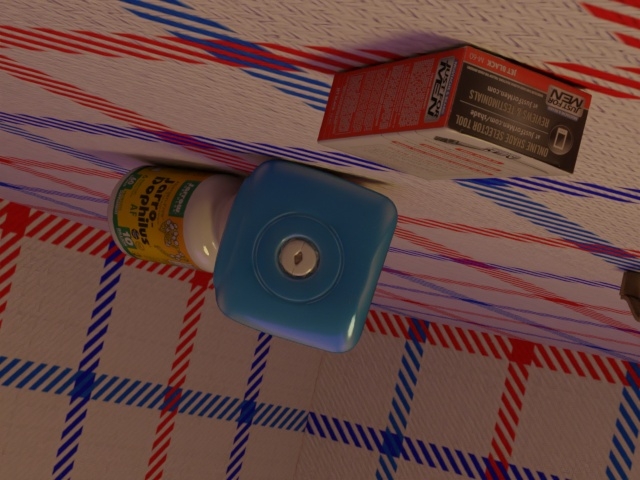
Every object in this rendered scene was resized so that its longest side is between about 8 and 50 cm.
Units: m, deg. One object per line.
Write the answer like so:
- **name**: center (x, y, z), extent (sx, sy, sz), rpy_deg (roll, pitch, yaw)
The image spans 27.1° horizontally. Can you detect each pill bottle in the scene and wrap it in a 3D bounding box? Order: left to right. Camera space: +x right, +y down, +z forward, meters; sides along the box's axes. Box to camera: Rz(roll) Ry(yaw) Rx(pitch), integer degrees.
- **pill bottle**: center (-0.144, -0.024, 1.561), extent (0.208, 0.118, 0.117), rpy_deg (9, 174, 41)

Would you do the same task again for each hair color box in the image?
- **hair color box**: center (0.078, -0.075, 0.822), extent (0.093, 0.053, 0.167), rpy_deg (17, 175, -25)

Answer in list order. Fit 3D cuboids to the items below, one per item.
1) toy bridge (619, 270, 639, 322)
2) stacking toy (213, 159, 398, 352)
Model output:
- **toy bridge**: center (0.376, 0.063, 1.483), extent (0.026, 0.063, 0.188), rpy_deg (14, 175, -6)
- **stacking toy**: center (0.000, 0.000, 1.460), extent (0.165, 0.175, 0.302), rpy_deg (18, -171, 6)
